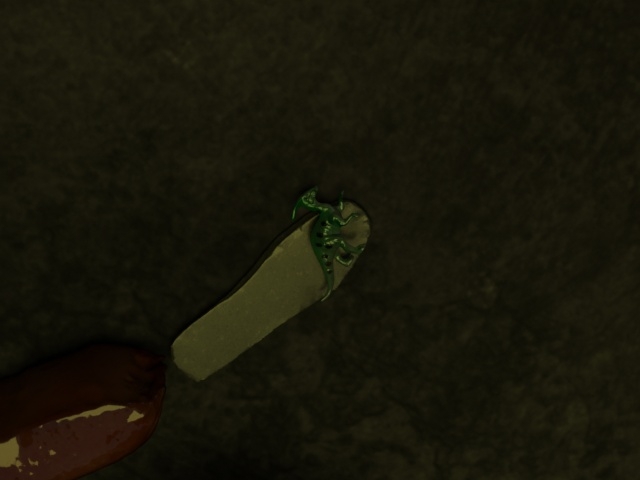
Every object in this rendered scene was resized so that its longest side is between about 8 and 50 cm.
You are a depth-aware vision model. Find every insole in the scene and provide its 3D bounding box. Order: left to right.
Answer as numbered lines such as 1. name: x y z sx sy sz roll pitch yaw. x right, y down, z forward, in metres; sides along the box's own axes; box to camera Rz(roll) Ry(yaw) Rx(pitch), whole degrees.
1. insole: -0.037 0.040 1.167 0.192 0.010 0.063 -40 110 6

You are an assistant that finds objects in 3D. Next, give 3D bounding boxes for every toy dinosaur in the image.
1. toy dinosaur: 0.000 0.000 1.142 0.062 0.021 0.083 30 98 -10

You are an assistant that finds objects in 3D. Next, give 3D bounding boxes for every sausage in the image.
1. sausage: -0.275 0.166 1.139 0.349 0.097 0.094 -18 120 -1
